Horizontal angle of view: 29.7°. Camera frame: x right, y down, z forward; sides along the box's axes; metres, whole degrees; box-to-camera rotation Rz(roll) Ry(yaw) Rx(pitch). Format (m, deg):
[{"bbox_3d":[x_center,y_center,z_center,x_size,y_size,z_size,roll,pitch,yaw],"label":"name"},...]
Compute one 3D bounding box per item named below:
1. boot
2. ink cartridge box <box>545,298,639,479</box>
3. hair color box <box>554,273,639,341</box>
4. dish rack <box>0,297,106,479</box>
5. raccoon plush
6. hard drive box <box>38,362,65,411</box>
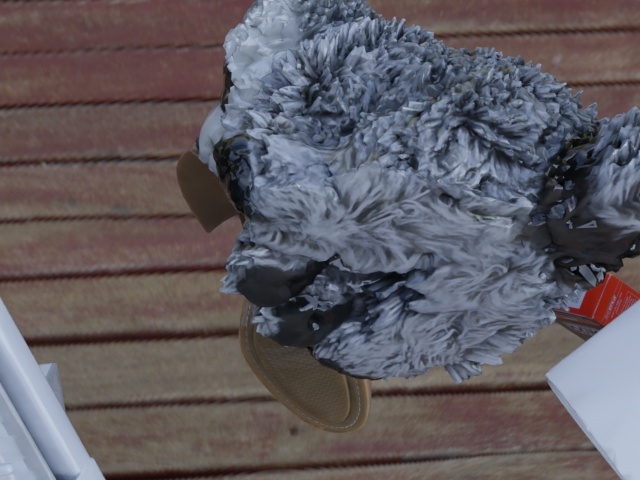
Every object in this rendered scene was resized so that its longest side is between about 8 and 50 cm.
[{"bbox_3d":[0.000,0.000,1.032,0.109,0.220,0.283,-24,102,34],"label":"boot"},{"bbox_3d":[0.344,0.072,0.872,0.306,0.226,0.131,-41,58,10],"label":"ink cartridge box"},{"bbox_3d":[0.253,0.071,1.015,0.141,0.072,0.043,30,79,-32],"label":"hair color box"},{"bbox_3d":[-0.234,0.137,0.594,0.072,0.285,0.332,-13,113,26],"label":"dish rack"},{"bbox_3d":[0.119,-0.083,0.802,0.447,0.216,0.299,-3,48,10],"label":"raccoon plush"},{"bbox_3d":[-0.353,0.205,1.165,0.181,0.232,0.089,-7,103,-1],"label":"hard drive box"}]
